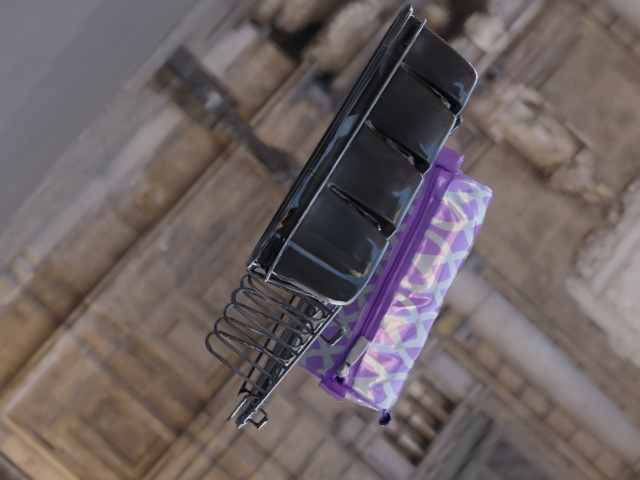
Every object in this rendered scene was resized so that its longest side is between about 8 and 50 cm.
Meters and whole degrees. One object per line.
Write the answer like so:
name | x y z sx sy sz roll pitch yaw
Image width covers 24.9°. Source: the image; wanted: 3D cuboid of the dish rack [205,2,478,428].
dish rack | 0.000 0.000 0.933 0.208 0.074 0.271 -58 -178 -33

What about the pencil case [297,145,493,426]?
pencil case | 0.055 0.030 1.098 0.206 0.086 0.088 -65 160 -3
